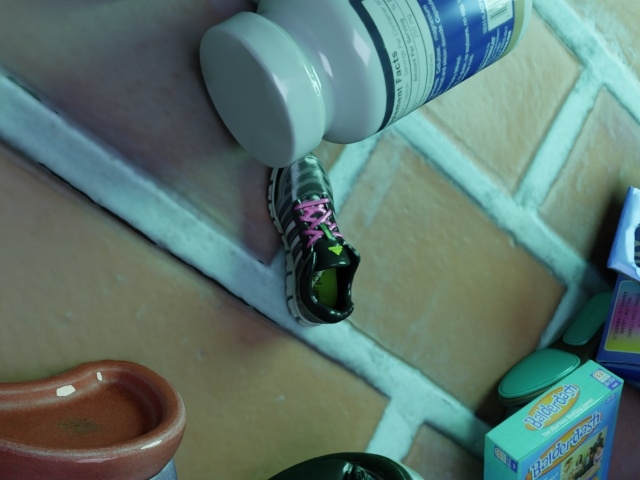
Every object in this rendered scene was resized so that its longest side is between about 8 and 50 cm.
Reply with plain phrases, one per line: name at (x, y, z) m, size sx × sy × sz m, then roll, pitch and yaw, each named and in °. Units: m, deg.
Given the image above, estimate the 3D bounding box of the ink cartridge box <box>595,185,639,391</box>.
ink cartridge box at (0.471, 0.071, 0.956) m, size 0.395 × 0.151 × 0.269 m, roll 34°, pitch 69°, yaw -37°

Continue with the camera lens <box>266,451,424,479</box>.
camera lens at (0.034, 0.342, 0.724) m, size 0.219 × 0.219 × 0.274 m, roll -33°, pitch 111°, yaw -24°

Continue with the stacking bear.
stacking bear at (-0.187, 0.259, 0.626) m, size 0.175 × 0.164 × 0.288 m, roll -5°, pitch 105°, yaw -43°

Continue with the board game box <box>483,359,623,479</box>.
board game box at (0.246, 0.250, 0.897) m, size 0.160 × 0.047 × 0.210 m, roll -26°, pitch 131°, yaw -26°

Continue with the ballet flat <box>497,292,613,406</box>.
ballet flat at (0.283, 0.140, 0.940) m, size 0.203 × 0.074 × 0.074 m, roll -37°, pitch 112°, yaw -25°

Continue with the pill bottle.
pill bottle at (0.040, -0.176, 0.716) m, size 0.265 × 0.153 × 0.153 m, roll -32°, pitch 110°, yaw -24°

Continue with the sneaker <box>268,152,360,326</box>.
sneaker at (0.000, 0.000, 0.754) m, size 0.063 × 0.075 × 0.170 m, roll -11°, pitch 100°, yaw -29°
